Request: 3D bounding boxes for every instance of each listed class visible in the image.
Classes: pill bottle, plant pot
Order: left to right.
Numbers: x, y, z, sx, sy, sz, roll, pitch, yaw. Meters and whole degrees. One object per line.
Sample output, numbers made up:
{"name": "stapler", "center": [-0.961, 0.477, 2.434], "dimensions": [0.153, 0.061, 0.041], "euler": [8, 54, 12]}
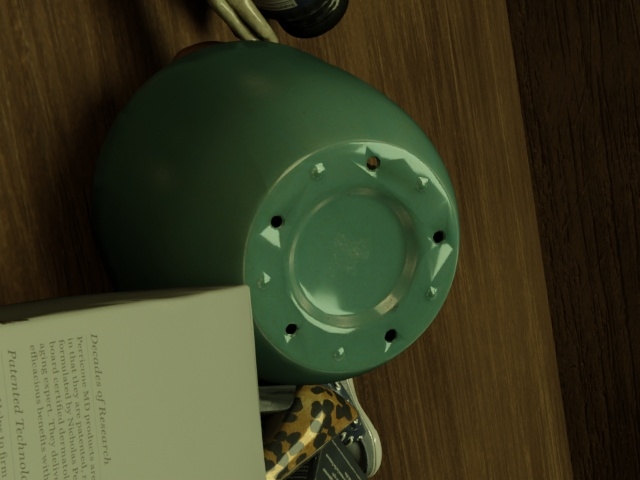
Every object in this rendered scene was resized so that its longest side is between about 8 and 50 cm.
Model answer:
{"name": "pill bottle", "center": [-0.048, -0.329, 1.232], "dimensions": [0.219, 0.122, 0.123], "euler": [47, 43, -58]}
{"name": "plant pot", "center": [-0.022, -0.011, 0.906], "dimensions": [0.235, 0.293, 0.293], "euler": [30, -41, 62]}

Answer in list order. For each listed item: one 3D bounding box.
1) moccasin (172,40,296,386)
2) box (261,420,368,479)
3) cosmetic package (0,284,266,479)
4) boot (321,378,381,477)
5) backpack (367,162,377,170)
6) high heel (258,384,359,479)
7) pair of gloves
{"name": "moccasin", "center": [-0.080, -0.011, 1.093], "dimensions": [0.147, 0.139, 0.380], "euler": [-67, 154, -63]}
{"name": "box", "center": [-0.032, 0.314, 1.140], "dimensions": [0.153, 0.108, 0.207], "euler": [61, 33, -43]}
{"name": "cosmetic package", "center": [-0.209, 0.119, 0.639], "dimensions": [0.385, 0.217, 0.156], "euler": [-9, 94, -68]}
{"name": "boot", "center": [0.014, 0.229, 1.337], "dimensions": [0.086, 0.069, 0.190], "euler": [-43, 116, -53]}
{"name": "backpack", "center": [0.000, 0.000, 1.273], "dimensions": [0.115, 0.151, 0.182], "euler": [33, 60, -46]}
{"name": "high heel", "center": [-0.040, 0.264, 1.040], "dimensions": [0.093, 0.186, 0.261], "euler": [141, -51, -63]}
{"name": "pair of gloves", "center": [-0.103, -0.251, 1.069], "dimensions": [0.204, 0.042, 0.240], "euler": [49, 7, -48]}
